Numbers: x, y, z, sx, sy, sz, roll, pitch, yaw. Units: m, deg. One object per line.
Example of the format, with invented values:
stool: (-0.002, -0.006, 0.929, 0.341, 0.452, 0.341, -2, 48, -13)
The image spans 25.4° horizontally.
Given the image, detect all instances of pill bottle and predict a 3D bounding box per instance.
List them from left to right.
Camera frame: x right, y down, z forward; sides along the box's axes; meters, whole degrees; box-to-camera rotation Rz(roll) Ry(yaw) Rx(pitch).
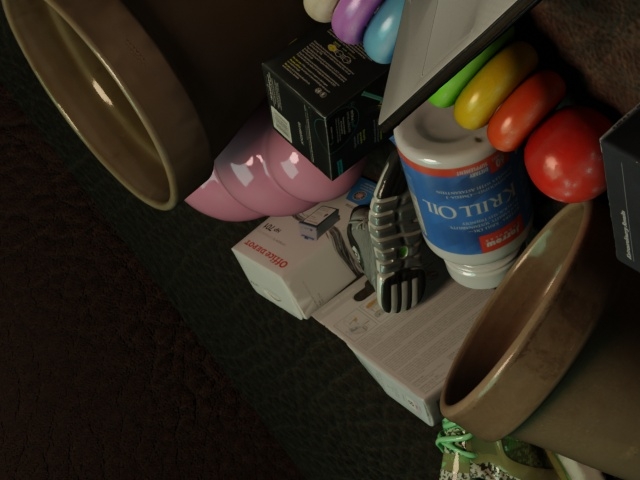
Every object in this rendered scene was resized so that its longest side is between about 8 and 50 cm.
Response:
pill bottle: (0.157, -0.052, 1.484, 0.124, 0.124, 0.221, 37, 159, 39)

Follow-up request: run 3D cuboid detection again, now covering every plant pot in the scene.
plant pot: (-0.164, -0.244, 1.645, 0.323, 0.280, 0.323, 46, 163, 18)
plant pot: (0.280, 0.121, 1.384, 0.229, 0.263, 0.263, 33, 163, -1)

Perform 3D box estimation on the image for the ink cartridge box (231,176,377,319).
ink cartridge box: (0.000, 0.000, 1.878, 0.139, 0.190, 0.082, 27, 151, 53)

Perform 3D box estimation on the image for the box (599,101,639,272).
box: (0.336, -0.017, 1.122, 0.207, 0.108, 0.153, 38, 159, 38)

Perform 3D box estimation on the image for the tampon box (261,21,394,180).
tampon box: (0.036, -0.168, 1.493, 0.101, 0.161, 0.120, 43, 160, 26)

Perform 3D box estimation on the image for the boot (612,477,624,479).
boot: (0.340, 0.360, 1.720, 0.094, 0.207, 0.246, 49, 162, 9)

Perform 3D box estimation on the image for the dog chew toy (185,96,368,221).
dog chew toy: (-0.063, -0.121, 1.804, 0.332, 0.206, 0.207, 9, 135, 55)

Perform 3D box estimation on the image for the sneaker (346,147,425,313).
sneaker: (0.074, -0.033, 1.747, 0.132, 0.086, 0.229, -131, 38, -51)

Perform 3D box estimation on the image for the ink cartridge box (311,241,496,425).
ink cartridge box: (0.132, 0.110, 1.776, 0.232, 0.189, 0.066, 31, 150, 48)

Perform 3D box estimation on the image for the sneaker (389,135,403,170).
sneaker: (0.091, -0.120, 1.625, 0.152, 0.058, 0.085, 24, 140, 44)

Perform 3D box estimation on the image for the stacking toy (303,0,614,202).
stacking toy: (0.145, -0.162, 1.315, 0.330, 0.141, 0.141, 43, 162, 5)

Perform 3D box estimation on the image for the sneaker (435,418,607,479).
sneaker: (0.210, 0.247, 1.862, 0.410, 0.182, 0.158, 53, 163, -4)

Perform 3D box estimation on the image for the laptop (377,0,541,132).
laptop: (0.038, -0.340, 1.017, 0.236, 0.408, 0.382, 15, 167, -10)
